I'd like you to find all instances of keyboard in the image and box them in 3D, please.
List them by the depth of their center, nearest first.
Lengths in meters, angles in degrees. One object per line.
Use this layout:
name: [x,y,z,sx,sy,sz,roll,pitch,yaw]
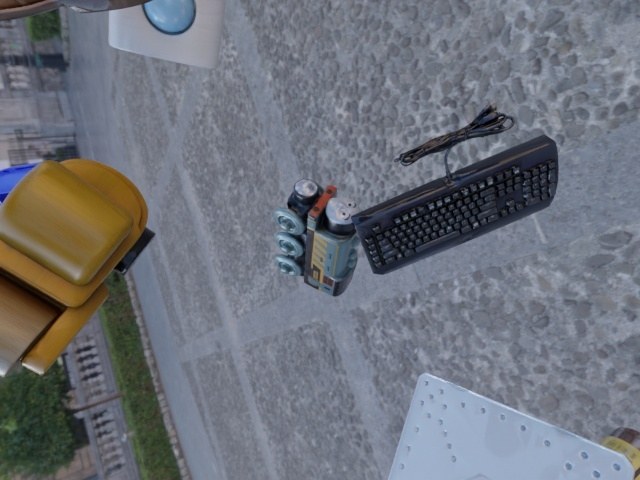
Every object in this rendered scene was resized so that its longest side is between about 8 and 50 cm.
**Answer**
keyboard: [0.200,-0.076,0.615,0.033,0.318,0.201,-109,-5,-62]

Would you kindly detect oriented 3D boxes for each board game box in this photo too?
board game box: [0.280,0.481,0.713,0.390,0.050,0.389,6,74,55]

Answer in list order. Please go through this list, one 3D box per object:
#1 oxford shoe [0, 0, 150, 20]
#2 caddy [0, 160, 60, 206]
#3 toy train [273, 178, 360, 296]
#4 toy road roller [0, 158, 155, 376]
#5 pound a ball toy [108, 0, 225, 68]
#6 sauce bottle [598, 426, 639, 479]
oxford shoe: [-0.267,-0.246,0.373,0.076,0.213,0.076,-100,1,-49]
caddy: [-0.778,-0.069,1.119,0.179,0.342,0.241,69,-161,-53]
toy train: [0.000,0.000,0.956,0.190,0.142,0.333,25,146,12]
toy road roller: [-0.401,0.023,0.601,0.203,0.329,0.241,39,153,-16]
pound a ball toy: [-0.121,-0.368,0.465,0.135,0.208,0.318,-121,41,-56]
sauce bottle: [0.443,0.465,0.699,0.111,0.345,0.111,55,168,17]
